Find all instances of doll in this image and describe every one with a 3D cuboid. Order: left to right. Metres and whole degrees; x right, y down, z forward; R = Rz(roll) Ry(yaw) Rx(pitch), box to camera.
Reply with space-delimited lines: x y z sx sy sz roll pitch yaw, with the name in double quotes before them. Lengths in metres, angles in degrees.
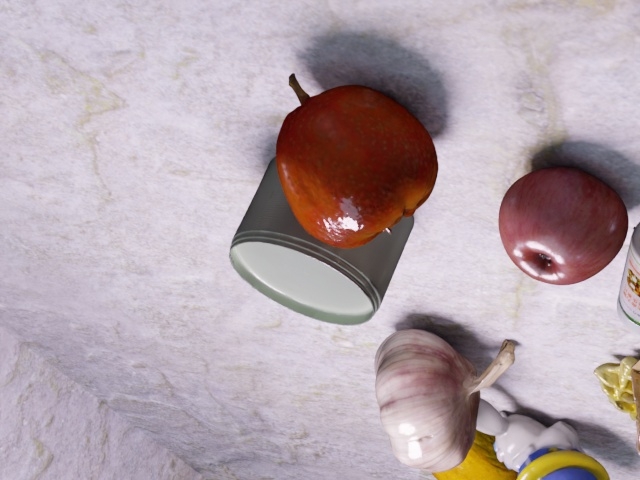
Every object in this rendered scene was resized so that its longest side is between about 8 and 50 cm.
"doll" 0.378 0.367 2.141 0.159 0.243 0.311 -38 120 25

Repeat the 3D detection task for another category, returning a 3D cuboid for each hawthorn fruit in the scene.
"hawthorn fruit" 0.030 -0.108 1.494 0.225 0.196 0.196 52 153 0

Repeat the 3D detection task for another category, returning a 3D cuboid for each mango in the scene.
"mango" 0.293 0.412 2.318 0.187 0.144 0.359 22 163 48

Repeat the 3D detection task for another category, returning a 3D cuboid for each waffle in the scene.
"waffle" 0.545 0.241 1.851 0.261 0.056 0.250 38 153 -33

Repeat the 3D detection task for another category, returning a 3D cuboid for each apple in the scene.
"apple" 0.284 -0.015 1.484 0.153 0.120 0.153 21 156 10

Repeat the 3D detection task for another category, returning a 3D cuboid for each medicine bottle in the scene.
"medicine bottle" 0.415 0.044 1.529 0.086 0.086 0.183 17 154 16

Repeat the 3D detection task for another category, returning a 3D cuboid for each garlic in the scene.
"garlic" 0.210 0.235 2.008 0.253 0.245 0.245 -28 132 20

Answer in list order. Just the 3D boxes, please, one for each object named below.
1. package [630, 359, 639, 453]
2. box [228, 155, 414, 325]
"package" 0.573 0.234 1.593 0.311 0.165 0.221 9 157 -4
"box" 0.000 0.000 1.741 0.226 0.149 0.226 20 156 9
